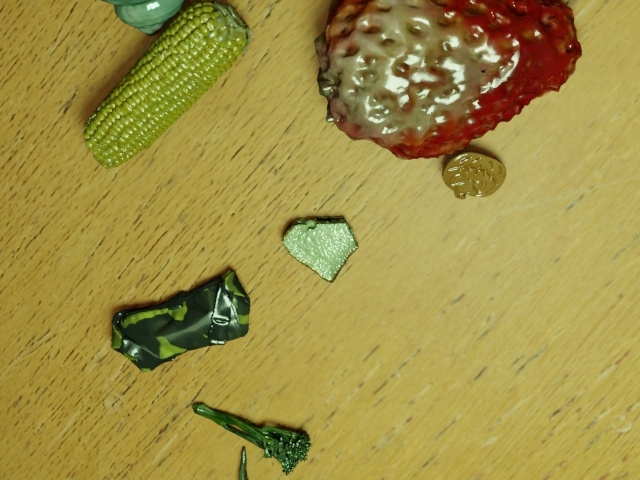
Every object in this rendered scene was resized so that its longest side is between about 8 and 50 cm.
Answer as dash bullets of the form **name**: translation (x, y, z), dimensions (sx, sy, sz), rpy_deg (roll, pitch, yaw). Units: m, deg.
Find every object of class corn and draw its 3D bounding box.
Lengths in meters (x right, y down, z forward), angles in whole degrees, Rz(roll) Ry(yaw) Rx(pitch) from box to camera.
- **corn**: translation (-0.218, -0.214, 1.059), dimensions (0.293, 0.106, 0.106), rpy_deg (-39, 97, 18)

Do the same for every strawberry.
- **strawberry**: translation (0.160, -0.232, 0.972), dimensions (0.335, 0.149, 0.265), rpy_deg (-7, 103, 9)

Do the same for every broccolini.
- **broccolini**: translation (-0.114, 0.305, 1.203), dimensions (0.201, 0.058, 0.074), rpy_deg (17, 100, 2)

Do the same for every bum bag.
- **bum bag**: translation (-0.213, 0.127, 1.167), dimensions (0.232, 0.060, 0.107), rpy_deg (-22, 92, 11)

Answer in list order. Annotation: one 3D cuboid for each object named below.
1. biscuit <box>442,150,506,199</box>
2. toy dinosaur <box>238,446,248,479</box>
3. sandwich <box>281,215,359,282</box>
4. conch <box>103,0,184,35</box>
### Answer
- **biscuit**: translation (0.208, -0.086, 1.052), dimensions (0.091, 0.015, 0.078), rpy_deg (13, 129, -19)
- **toy dinosaur**: translation (-0.034, 0.418, 1.246), dimensions (0.187, 0.087, 0.179), rpy_deg (-7, 68, -6)
- **sandwich**: translation (0.000, 0.000, 1.115), dimensions (0.104, 0.036, 0.093), rpy_deg (31, 108, 0)
- **conch**: translation (-0.232, -0.391, 0.979), dimensions (0.220, 0.195, 0.277), rpy_deg (22, 135, 31)
